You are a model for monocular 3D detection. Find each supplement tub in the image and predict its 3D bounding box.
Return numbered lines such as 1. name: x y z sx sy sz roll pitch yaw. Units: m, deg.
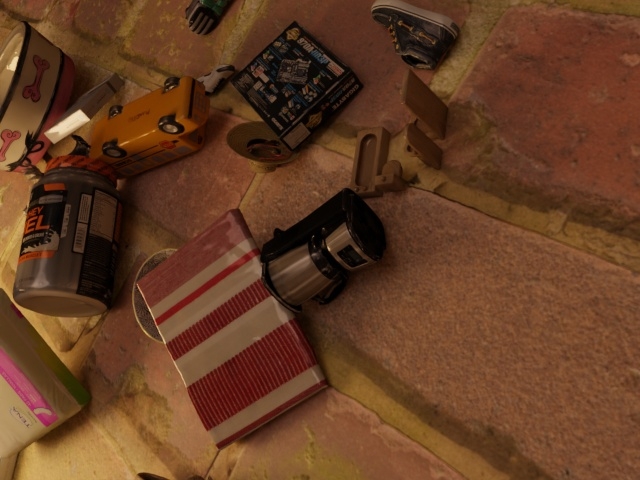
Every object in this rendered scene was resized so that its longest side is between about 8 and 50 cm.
1. supplement tub: -0.528 -0.008 1.390 0.193 0.193 0.316 -16 62 33

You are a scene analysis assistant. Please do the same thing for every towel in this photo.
1. towel: -0.151 0.145 1.075 0.237 0.037 0.329 -35 73 19

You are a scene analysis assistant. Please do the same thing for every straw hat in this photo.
1. straw hat: -0.106 -0.157 1.202 0.144 0.144 0.061 52 146 39

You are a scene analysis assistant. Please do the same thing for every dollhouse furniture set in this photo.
1. dollhouse furniture set: 0.094 -0.157 1.008 0.151 0.123 0.144 -3 70 37

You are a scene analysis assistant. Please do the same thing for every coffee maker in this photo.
1. coffee maker: 0.000 0.000 1.021 0.178 0.120 0.171 -33 54 23

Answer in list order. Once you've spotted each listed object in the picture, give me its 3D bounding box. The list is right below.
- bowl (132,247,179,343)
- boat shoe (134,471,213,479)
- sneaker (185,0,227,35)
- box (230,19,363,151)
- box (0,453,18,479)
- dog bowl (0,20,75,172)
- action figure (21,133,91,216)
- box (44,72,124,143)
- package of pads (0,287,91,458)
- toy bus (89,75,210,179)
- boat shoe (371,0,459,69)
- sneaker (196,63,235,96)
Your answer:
1. bowl: -0.252 0.101 1.191 0.170 0.080 0.170 -2 86 25
2. boat shoe: -0.203 0.418 1.022 0.302 0.109 0.098 -11 67 41
3. sneaker: -0.236 -0.576 1.469 0.224 0.083 0.098 -48 45 14
4. box: -0.051 -0.290 1.207 0.175 0.051 0.220 -43 51 4
5. box: -0.717 0.491 1.433 0.109 0.042 0.178 -5 69 36
6. dog bowl: -0.799 -0.362 1.737 0.408 0.150 0.408 -26 53 41
7. action figure: -0.644 -0.126 1.567 0.164 0.141 0.276 36 92 40
8. box: -0.581 -0.329 1.611 0.145 0.038 0.186 -21 31 30
9. package of pads: -0.648 0.277 1.328 0.229 0.101 0.296 -35 95 24
10. toy bus: -0.359 -0.232 1.390 0.332 0.130 0.108 -14 63 34
11. boat shoe: 0.138 -0.345 1.089 0.183 0.065 0.083 33 92 40
12. sneaker: -0.221 -0.339 1.394 0.109 0.040 0.044 -23 76 34
